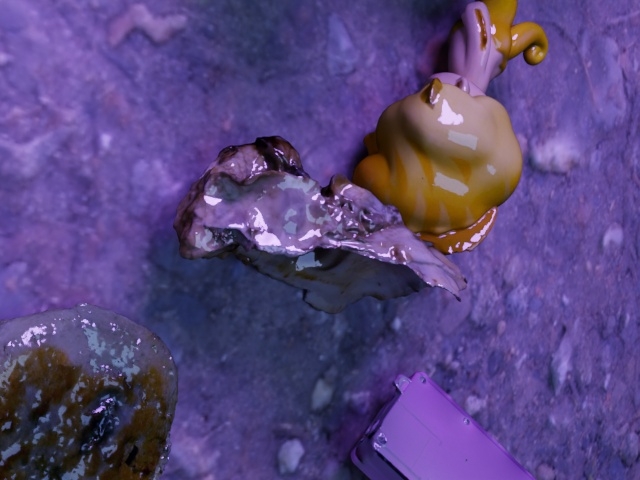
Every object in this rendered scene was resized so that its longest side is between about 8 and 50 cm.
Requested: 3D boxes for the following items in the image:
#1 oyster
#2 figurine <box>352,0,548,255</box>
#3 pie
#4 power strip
[{"bbox_3d":[0.002,-0.006,0.711,0.232,0.161,0.107,18,65,-34],"label":"oyster"},{"bbox_3d":[0.114,-0.101,0.799,0.156,0.131,0.246,75,36,-66],"label":"figurine"},{"bbox_3d":[-0.172,0.132,0.643,0.186,0.041,0.187,-8,103,-40],"label":"pie"},{"bbox_3d":[0.149,0.236,0.831,0.279,0.037,0.109,43,43,1],"label":"power strip"}]
